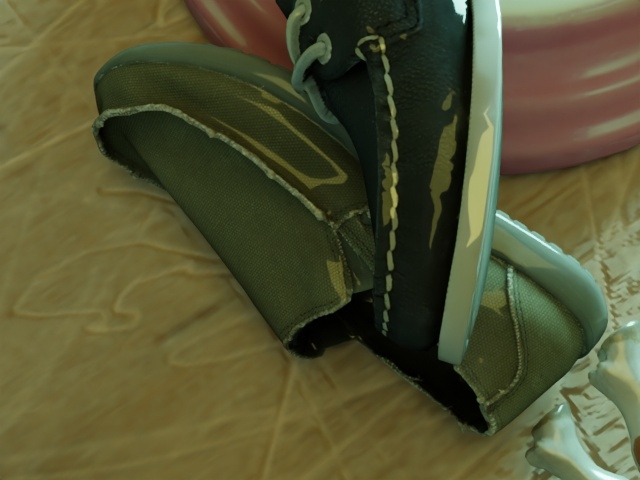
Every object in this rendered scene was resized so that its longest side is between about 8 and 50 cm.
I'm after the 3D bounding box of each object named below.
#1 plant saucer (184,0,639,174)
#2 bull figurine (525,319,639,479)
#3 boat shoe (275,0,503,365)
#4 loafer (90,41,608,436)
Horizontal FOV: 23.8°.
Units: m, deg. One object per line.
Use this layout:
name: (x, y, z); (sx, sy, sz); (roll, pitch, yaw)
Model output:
plant saucer: (0.081, -0.197, 0.740); (0.332, 0.084, 0.332); (1, 70, -2)
bull figurine: (0.125, 0.157, 0.601); (0.310, 0.101, 0.188); (-34, 70, -15)
boat shoe: (0.027, -0.095, 0.605); (0.091, 0.114, 0.303); (4, 61, 0)
loafer: (0.000, 0.000, 0.657); (0.251, 0.094, 0.087); (29, 67, 9)
